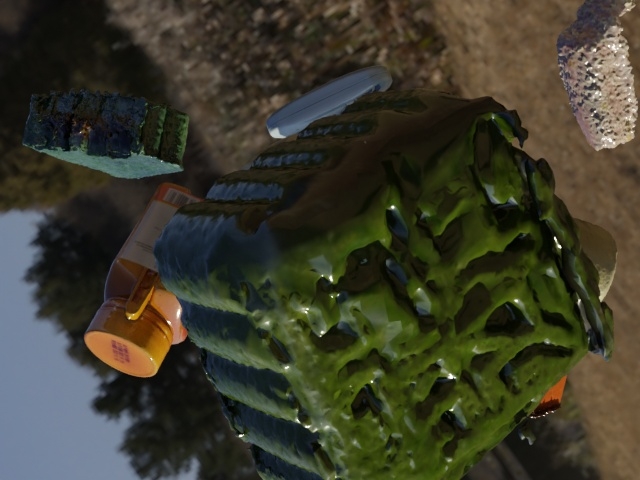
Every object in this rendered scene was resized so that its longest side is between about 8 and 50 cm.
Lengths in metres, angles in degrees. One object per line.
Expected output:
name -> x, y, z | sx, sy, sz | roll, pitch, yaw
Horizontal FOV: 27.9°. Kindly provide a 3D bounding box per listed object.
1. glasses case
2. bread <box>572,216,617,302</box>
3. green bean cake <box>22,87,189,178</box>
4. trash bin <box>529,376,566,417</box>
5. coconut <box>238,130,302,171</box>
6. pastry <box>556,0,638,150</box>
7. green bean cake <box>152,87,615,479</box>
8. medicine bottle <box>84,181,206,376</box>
glasses case -> 0.011, -0.183, 1.706 | 0.045, 0.178, 0.067 | 66, -170, 6
bread -> 0.320, 0.027, 1.800 | 0.141, 0.134, 0.148 | 16, -178, -17
green bean cake -> -0.311, -0.163, 1.892 | 0.193, 0.107, 0.208 | 18, 172, -34
trash bin -> 0.341, 0.150, 2.087 | 0.161, 0.184, 0.239 | 25, 119, 48
coconut -> 0.000, 0.000, 1.368 | 0.259, 0.259, 0.259 | 55, 176, 5
pastry -> 0.431, -0.258, 1.999 | 0.103, 0.112, 0.265 | 33, 137, 54
green bean cake -> 0.060, 0.060, 1.140 | 0.218, 0.319, 0.335 | 6, 130, 61
medicine bottle -> -0.205, 0.055, 1.640 | 0.112, 0.222, 0.149 | 23, 149, 5
